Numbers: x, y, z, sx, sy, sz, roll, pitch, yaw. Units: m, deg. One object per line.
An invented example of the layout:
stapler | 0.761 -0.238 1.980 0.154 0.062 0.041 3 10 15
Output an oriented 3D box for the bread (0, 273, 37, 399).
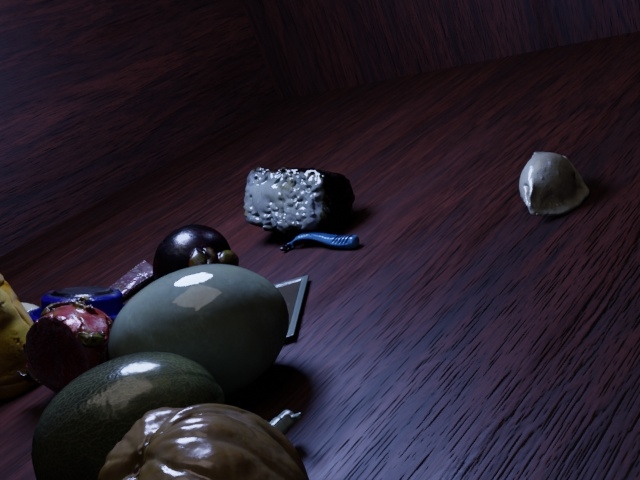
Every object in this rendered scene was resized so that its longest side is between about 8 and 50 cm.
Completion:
bread | -0.775 0.224 1.661 0.166 0.294 0.132 -27 17 -14

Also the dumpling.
dumpling | 0.521 -0.124 1.541 0.155 0.181 0.111 12 -12 6

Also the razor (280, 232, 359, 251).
razor | 0.000 0.000 1.808 0.253 0.042 0.082 2 30 45

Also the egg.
egg | -0.229 0.176 1.302 0.352 0.258 0.258 -18 21 20

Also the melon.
melon | -0.292 0.301 1.092 0.301 0.237 0.237 -23 21 -3

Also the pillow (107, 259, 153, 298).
pillow | -0.557 0.122 2.046 0.118 0.043 0.185 9 40 43

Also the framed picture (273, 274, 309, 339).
framed picture | -0.138 0.172 1.558 0.216 0.016 0.273 -16 22 14

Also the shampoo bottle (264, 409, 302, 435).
shampoo bottle | -0.131 0.345 1.034 0.085 0.085 0.262 2 31 46

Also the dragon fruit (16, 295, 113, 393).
dragon fruit | -0.547 0.235 1.547 0.282 0.211 0.147 -29 1 33

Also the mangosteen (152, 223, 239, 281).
mangosteen | -0.290 0.071 1.717 0.250 0.211 0.211 17 39 29

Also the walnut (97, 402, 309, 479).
walnut | -0.128 0.336 0.803 0.285 0.285 0.296 -34 11 -30

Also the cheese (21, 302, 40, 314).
cheese | -0.851 0.274 1.847 0.233 0.127 0.266 8 38 47

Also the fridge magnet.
fridge magnet | -0.618 0.182 1.802 0.265 0.113 0.265 1 5 0

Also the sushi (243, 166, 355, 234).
sushi | -0.072 -0.106 1.946 0.343 0.196 0.182 3 -7 39
